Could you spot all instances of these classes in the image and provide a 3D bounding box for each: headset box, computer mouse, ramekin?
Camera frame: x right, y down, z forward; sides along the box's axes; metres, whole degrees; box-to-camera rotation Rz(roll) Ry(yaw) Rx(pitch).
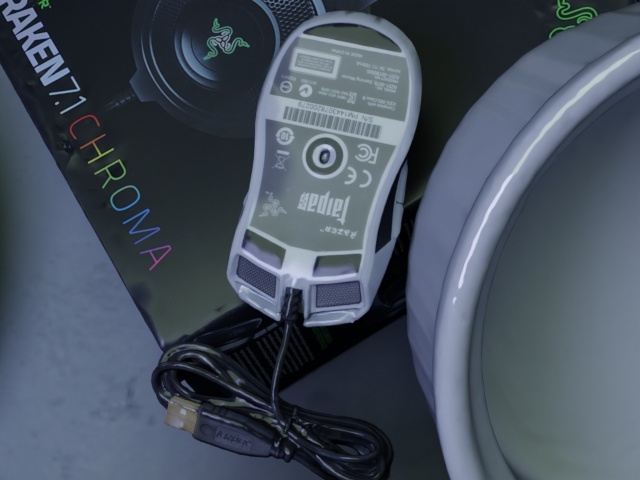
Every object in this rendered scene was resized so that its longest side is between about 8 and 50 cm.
[{"bbox_3d":[0.004,-0.095,0.893,0.283,0.131,0.246,-30,69,-3],"label":"headset box"},{"bbox_3d":[0.000,0.000,0.772,0.106,0.042,0.193,14,84,13],"label":"computer mouse"},{"bbox_3d":[0.167,0.028,0.757,0.277,0.135,0.277,-3,104,-11],"label":"ramekin"}]
